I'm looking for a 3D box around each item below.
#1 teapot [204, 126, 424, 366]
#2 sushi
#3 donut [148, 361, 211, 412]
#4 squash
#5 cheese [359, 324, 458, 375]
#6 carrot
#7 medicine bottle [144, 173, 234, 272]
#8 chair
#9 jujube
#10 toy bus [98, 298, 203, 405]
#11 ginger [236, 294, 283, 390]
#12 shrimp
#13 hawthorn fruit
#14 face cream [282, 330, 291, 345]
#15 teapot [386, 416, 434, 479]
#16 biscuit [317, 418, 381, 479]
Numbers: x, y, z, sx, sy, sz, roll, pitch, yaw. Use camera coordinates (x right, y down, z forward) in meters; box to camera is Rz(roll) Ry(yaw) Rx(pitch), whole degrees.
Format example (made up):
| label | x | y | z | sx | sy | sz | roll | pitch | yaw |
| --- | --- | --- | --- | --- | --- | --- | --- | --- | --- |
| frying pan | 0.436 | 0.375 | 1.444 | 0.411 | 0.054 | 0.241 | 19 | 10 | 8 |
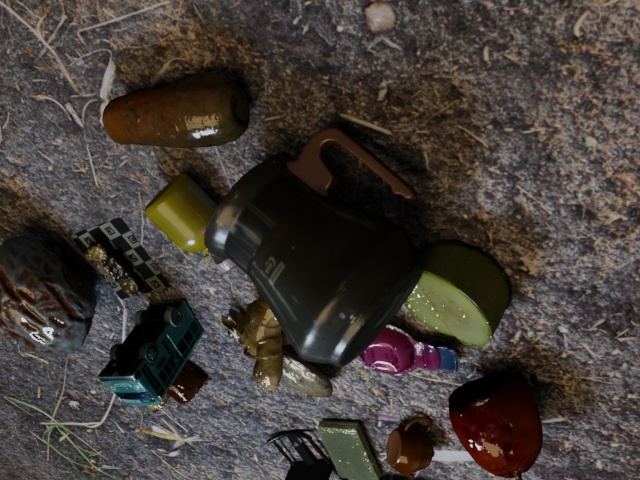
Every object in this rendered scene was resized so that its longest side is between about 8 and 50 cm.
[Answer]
| label | x | y | z | sx | sy | sz | roll | pitch | yaw |
| --- | --- | --- | --- | --- | --- | --- | --- | --- | --- |
| teapot | 0.000 | 0.000 | 1.514 | 0.361 | 0.305 | 0.376 | 39 | 105 | 14 |
| sushi | -0.493 | 0.064 | 1.970 | 0.192 | 0.050 | 0.215 | -15 | 119 | 35 |
| donut | -0.415 | 0.381 | 2.171 | 0.217 | 0.085 | 0.141 | -29 | 111 | 42 |
| squash | 0.253 | 0.119 | 1.601 | 0.220 | 0.133 | 0.220 | 18 | 138 | 17 |
| cheese | 0.177 | 0.240 | 1.776 | 0.244 | 0.062 | 0.155 | 6 | 130 | 21 |
| carrot | -0.276 | -0.235 | 1.561 | 0.301 | 0.139 | 0.139 | -5 | 124 | 31 |
| medicine bottle | -0.256 | -0.028 | 1.727 | 0.212 | 0.122 | 0.121 | 47 | 132 | -15 |
| chair | -0.035 | 0.641 | 2.165 | 0.154 | 0.141 | 0.260 | -16 | 121 | 35 |
| jujube | -0.689 | 0.147 | 2.005 | 0.215 | 0.246 | 0.308 | -42 | 91 | 0 |
| toy bus | -0.397 | 0.270 | 1.954 | 0.128 | 0.256 | 0.147 | -7 | 126 | 31 |
| ginger | -0.116 | 0.160 | 1.797 | 0.148 | 0.081 | 0.334 | 31 | 116 | 45 |
| shrimp | -0.100 | 0.267 | 1.906 | 0.317 | 0.077 | 0.168 | 37 | 155 | -9 |
| hawthorn fruit | 0.377 | 0.397 | 1.697 | 0.189 | 0.189 | 0.251 | -46 | 61 | 43 |
| face cream | 0.001 | 0.171 | 1.793 | 0.269 | 0.082 | 0.082 | -25 | 113 | 39 |
| teapot | 0.222 | 0.494 | 1.944 | 0.116 | 0.116 | 0.173 | 19 | 106 | 11 |
| biscuit | 0.074 | 0.537 | 2.089 | 0.121 | 0.041 | 0.199 | -2 | 126 | 30 |
